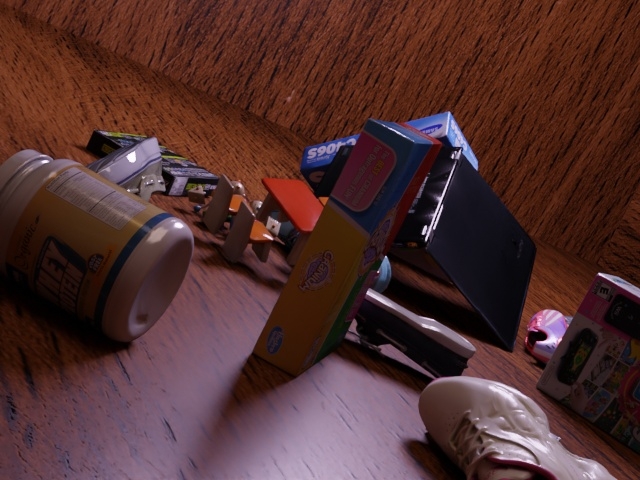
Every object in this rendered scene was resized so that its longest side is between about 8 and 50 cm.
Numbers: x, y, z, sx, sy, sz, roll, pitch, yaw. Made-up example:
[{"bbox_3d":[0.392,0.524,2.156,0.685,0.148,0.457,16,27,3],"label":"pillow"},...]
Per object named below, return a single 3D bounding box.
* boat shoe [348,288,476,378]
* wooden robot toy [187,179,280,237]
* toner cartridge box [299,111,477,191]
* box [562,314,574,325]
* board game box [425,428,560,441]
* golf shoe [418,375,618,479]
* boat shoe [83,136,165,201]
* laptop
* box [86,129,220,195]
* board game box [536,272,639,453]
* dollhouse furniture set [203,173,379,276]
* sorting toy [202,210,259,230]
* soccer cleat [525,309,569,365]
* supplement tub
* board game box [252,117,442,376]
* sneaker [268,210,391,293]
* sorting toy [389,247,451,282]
[{"bbox_3d":[0.097,0.126,1.681,0.254,0.079,0.095,28,7,-6],"label":"boat shoe"},{"bbox_3d":[-0.141,-0.072,2.005,0.173,0.079,0.076,24,-33,-13],"label":"wooden robot toy"},{"bbox_3d":[0.146,-0.159,2.524,0.348,0.075,0.165,-12,-43,27],"label":"toner cartridge box"},{"bbox_3d":[0.592,0.227,2.480,0.183,0.059,0.232,34,13,36],"label":"box"},{"bbox_3d":[0.225,0.249,1.504,0.136,0.035,0.201,30,10,17],"label":"board game box"},{"bbox_3d":[0.202,0.239,1.293,0.140,0.115,0.306,12,16,-45],"label":"golf shoe"},{"bbox_3d":[-0.286,-0.085,1.726,0.302,0.109,0.094,-54,123,-72],"label":"boat shoe"},{"bbox_3d":[0.197,0.001,2.296,0.408,0.236,0.382,3,31,17],"label":"laptop"},{"bbox_3d":[-0.300,-0.139,2.123,0.184,0.045,0.190,27,11,17],"label":"box"},{"bbox_3d":[0.540,0.221,1.907,0.303,0.224,0.097,32,10,32],"label":"board game box"},{"bbox_3d":[-0.008,-0.022,1.825,0.262,0.135,0.259,0,36,-35],"label":"dollhouse furniture set"},{"bbox_3d":[-0.148,-0.021,1.941,0.102,0.042,0.061,11,-1,-18],"label":"sorting toy"},{"bbox_3d":[0.430,0.182,2.258,0.095,0.083,0.248,21,13,-8],"label":"soccer cleat"},{"bbox_3d":[-0.251,0.003,1.234,0.199,0.144,0.144,28,10,12],"label":"supplement tub"},{"bbox_3d":[0.040,0.002,1.484,0.064,0.316,0.242,28,11,10],"label":"board game box"},{"bbox_3d":[0.000,0.000,2.009,0.262,0.104,0.125,32,13,30],"label":"sneaker"},{"bbox_3d":[0.241,-0.023,2.499,0.208,0.193,0.038,25,26,-2],"label":"sorting toy"}]
